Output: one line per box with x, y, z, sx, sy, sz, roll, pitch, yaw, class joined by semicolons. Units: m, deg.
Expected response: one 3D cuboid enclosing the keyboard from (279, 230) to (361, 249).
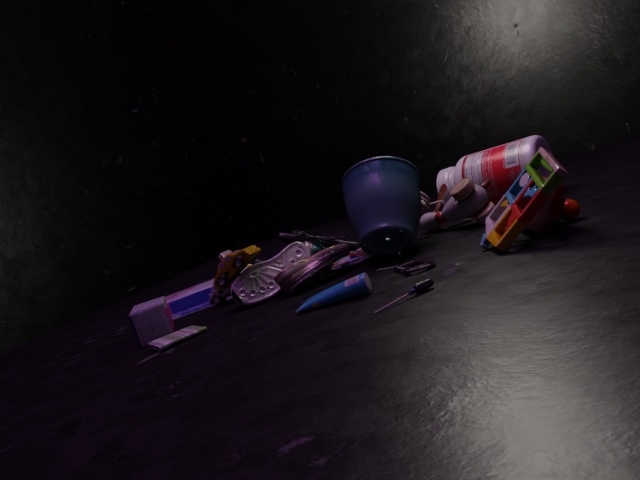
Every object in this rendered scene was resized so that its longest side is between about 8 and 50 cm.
0.000;0.000;2.187;0.318;0.033;0.201;7;-9;5;keyboard

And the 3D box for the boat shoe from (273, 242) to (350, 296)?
-0.014;0.096;1.893;0.285;0.092;0.103;-24;-11;-29;boat shoe

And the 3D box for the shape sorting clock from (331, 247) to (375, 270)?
0.115;0.061;2.057;0.206;0.040;0.206;-18;6;2;shape sorting clock

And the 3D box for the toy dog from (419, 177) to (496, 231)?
0.493;-0.138;2.076;0.334;0.220;0.161;3;43;49;toy dog

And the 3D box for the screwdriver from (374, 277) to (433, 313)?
0.192;0.127;1.326;0.170;0.024;0.025;-23;-21;-28;screwdriver

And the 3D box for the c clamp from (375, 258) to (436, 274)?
0.246;0.077;1.629;0.137;0.022;0.161;-15;3;-14;c clamp

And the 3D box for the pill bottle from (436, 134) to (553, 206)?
0.664;-0.239;2.219;0.408;0.228;0.229;-13;8;41;pill bottle

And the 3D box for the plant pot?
0.213;-0.094;1.925;0.272;0.255;0.271;-3;-33;-2;plant pot

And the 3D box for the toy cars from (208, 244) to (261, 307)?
-0.315;0.110;1.998;0.176;0.087;0.393;-39;-8;-26;toy cars

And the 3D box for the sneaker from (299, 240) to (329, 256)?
-0.063;0.077;2.236;0.121;0.108;0.302;9;-16;-24;sneaker

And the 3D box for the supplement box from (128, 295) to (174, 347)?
-0.551;0.262;1.907;0.114;0.111;0.220;-20;6;-14;supplement box

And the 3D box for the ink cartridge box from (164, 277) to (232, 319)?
-0.499;0.226;2.292;0.324;0.071;0.330;-20;5;-16;ink cartridge box

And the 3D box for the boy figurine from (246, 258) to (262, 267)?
-0.298;0.126;2.358;0.177;0.092;0.285;6;2;-1;boy figurine

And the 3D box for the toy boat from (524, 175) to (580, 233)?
0.629;-0.093;1.583;0.151;0.150;0.231;12;8;1;toy boat

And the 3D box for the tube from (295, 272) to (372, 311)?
0.033;0.144;1.542;0.207;0.052;0.080;-22;0;19;tube

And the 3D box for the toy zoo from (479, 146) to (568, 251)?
0.513;-0.092;1.512;0.293;0.030;0.192;-58;7;24;toy zoo

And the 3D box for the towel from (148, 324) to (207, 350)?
-0.423;0.290;1.725;0.152;0.023;0.113;-20;8;-33;towel

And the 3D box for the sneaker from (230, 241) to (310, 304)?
-0.181;0.138;2.011;0.323;0.130;0.236;-36;-6;-25;sneaker
